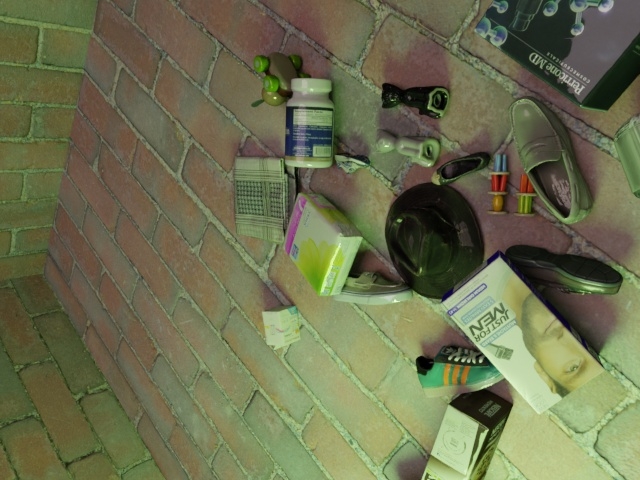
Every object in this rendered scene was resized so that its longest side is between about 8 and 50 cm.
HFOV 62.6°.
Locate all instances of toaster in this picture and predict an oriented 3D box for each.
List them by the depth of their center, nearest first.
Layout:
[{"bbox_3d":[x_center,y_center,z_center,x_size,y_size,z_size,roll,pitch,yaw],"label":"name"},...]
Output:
[{"bbox_3d":[0.658,-0.174,1.012,0.129,0.227,0.146,-23,80,17],"label":"toaster"}]

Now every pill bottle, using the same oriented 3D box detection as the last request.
[{"bbox_3d":[-0.033,-0.363,1.633,0.153,0.153,0.264,12,104,40],"label":"pill bottle"}]

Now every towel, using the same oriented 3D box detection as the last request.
[{"bbox_3d":[-0.204,-0.145,1.888,0.324,0.056,0.311,11,105,39],"label":"towel"}]

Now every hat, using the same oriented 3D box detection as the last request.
[{"bbox_3d":[0.277,0.009,1.438,0.332,0.134,0.331,8,102,40],"label":"hat"}]

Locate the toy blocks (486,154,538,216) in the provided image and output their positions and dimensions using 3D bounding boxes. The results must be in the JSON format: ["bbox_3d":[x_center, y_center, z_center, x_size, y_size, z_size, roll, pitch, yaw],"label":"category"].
[{"bbox_3d":[0.472,-0.137,1.292,0.123,0.054,0.148,8,102,41],"label":"toy blocks"}]

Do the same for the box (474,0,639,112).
[{"bbox_3d":[0.565,-0.505,1.040,0.293,0.212,0.395,48,126,24],"label":"box"}]

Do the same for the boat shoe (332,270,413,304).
[{"bbox_3d":[0.144,0.140,1.596,0.302,0.109,0.094,-4,93,45],"label":"boat shoe"}]

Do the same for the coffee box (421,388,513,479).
[{"bbox_3d":[0.388,0.558,1.410,0.119,0.168,0.297,27,115,35],"label":"coffee box"}]

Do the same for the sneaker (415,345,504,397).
[{"bbox_3d":[0.378,0.339,1.421,0.302,0.108,0.121,-30,82,42],"label":"sneaker"}]

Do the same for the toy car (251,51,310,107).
[{"bbox_3d":[-0.154,-0.505,1.729,0.188,0.155,0.148,-42,70,51],"label":"toy car"}]

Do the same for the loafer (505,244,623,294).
[{"bbox_3d":[0.565,0.081,1.237,0.268,0.096,0.084,21,130,45],"label":"loafer"}]

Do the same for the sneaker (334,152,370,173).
[{"bbox_3d":[0.101,-0.233,1.614,0.135,0.052,0.058,21,121,45],"label":"sneaker"}]

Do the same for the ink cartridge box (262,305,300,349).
[{"bbox_3d":[-0.137,0.313,1.884,0.090,0.092,0.143,-7,94,41],"label":"ink cartridge box"}]

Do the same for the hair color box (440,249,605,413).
[{"bbox_3d":[0.468,0.211,1.241,0.185,0.110,0.339,-44,84,19],"label":"hair color box"}]

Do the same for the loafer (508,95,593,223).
[{"bbox_3d":[0.518,-0.189,1.202,0.112,0.112,0.319,-34,75,40],"label":"loafer"}]

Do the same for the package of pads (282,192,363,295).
[{"bbox_3d":[0.000,0.000,1.659,0.296,0.101,0.229,48,127,46],"label":"package of pads"}]

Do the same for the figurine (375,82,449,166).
[{"bbox_3d":[0.235,-0.325,1.458,0.210,0.092,0.214,24,114,45],"label":"figurine"}]

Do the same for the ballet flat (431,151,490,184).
[{"bbox_3d":[0.362,-0.192,1.382,0.173,0.049,0.057,-23,81,41],"label":"ballet flat"}]
